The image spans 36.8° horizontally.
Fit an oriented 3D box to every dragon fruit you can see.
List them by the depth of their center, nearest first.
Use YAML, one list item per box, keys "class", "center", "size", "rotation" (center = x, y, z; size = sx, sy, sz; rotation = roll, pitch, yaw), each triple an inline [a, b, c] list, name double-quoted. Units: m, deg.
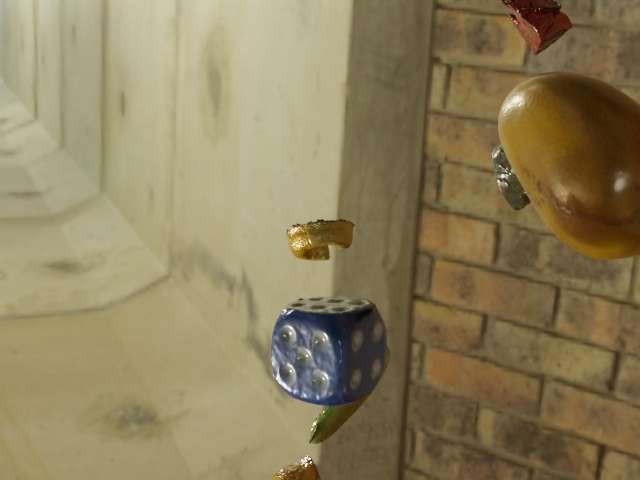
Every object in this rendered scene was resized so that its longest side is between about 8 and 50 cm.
- class: "dragon fruit"
  center: [0.468, -0.513, 2.134]
  size: [0.192, 0.092, 0.122]
  rotation: [54, -179, 23]

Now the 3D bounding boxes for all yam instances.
- class: "yam"
  center: [0.482, -0.180, 2.094]
  size: [0.154, 0.153, 0.254]
  rotation: [-17, 169, -46]

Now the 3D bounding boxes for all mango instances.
- class: "mango"
  center: [0.433, -0.135, 1.582]
  size: [0.221, 0.263, 0.378]
  rotation: [-25, -129, -18]

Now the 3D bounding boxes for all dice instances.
- class: "dice"
  center: [0.016, 0.167, 1.497]
  size: [0.143, 0.146, 0.146]
  rotation: [6, -169, 32]

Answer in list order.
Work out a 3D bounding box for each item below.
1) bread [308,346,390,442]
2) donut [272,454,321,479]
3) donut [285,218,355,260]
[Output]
- class: "bread"
  center: [0.073, 0.374, 2.309]
  size: [0.045, 0.301, 0.301]
  rotation: [37, -151, 16]
- class: "donut"
  center: [-0.025, 0.576, 2.012]
  size: [0.118, 0.253, 0.253]
  rotation: [-10, -159, -19]
- class: "donut"
  center: [-0.009, -0.001, 2.281]
  size: [0.146, 0.078, 0.181]
  rotation: [4, 166, -30]
